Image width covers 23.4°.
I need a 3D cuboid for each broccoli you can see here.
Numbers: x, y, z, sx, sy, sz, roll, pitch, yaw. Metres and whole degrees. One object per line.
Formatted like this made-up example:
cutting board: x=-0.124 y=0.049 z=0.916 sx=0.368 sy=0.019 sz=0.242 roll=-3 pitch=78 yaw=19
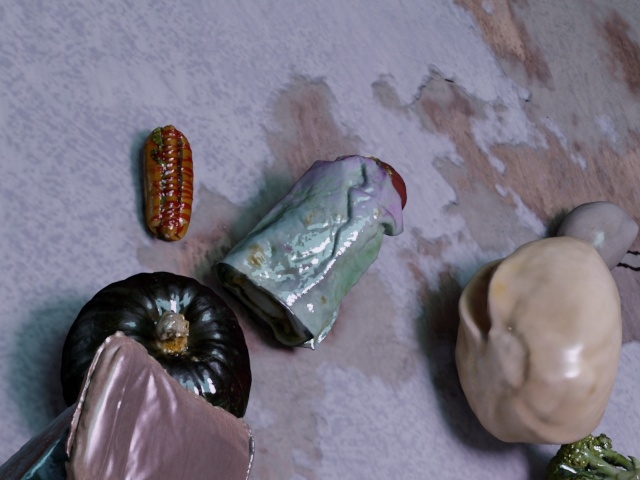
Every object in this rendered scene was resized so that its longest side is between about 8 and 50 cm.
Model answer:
broccoli: x=0.320 y=0.284 z=1.799 sx=0.130 sy=0.120 sz=0.131 roll=-30 pitch=109 yaw=-56

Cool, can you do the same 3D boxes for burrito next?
burrito: x=0.000 y=0.000 z=1.685 sx=0.144 sy=0.089 sz=0.229 roll=43 pitch=62 yaw=-8

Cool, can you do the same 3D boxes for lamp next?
lamp: x=0.052 y=-0.055 z=1.813 sx=0.101 sy=0.090 sz=0.101 roll=6 pitch=37 yaw=-5

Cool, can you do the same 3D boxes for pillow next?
pillow: x=-0.121 y=0.167 z=1.214 sx=0.211 sy=0.034 sz=0.135 roll=44 pitch=53 yaw=-44

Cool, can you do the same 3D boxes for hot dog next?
hot dog: x=-0.162 y=-0.062 z=1.658 sx=0.062 sy=0.038 sz=0.144 roll=20 pitch=51 yaw=-32

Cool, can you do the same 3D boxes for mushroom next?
mushroom: x=0.346 y=0.006 z=2.041 sx=0.097 sy=0.088 sz=0.212 roll=50 pitch=46 yaw=11

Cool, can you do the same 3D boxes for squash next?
squash: x=-0.151 y=0.121 z=1.459 sx=0.193 sy=0.156 sz=0.193 roll=27 pitch=23 yaw=-13

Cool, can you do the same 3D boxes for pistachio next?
pistachio: x=0.265 y=0.108 z=1.815 sx=0.214 sy=0.193 sz=0.318 roll=48 pitch=36 yaw=-11

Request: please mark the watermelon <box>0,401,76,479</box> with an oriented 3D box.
watermelon: x=-0.234 y=0.222 z=1.261 sx=0.319 sy=0.290 sz=0.213 roll=8 pitch=17 yaw=-41
